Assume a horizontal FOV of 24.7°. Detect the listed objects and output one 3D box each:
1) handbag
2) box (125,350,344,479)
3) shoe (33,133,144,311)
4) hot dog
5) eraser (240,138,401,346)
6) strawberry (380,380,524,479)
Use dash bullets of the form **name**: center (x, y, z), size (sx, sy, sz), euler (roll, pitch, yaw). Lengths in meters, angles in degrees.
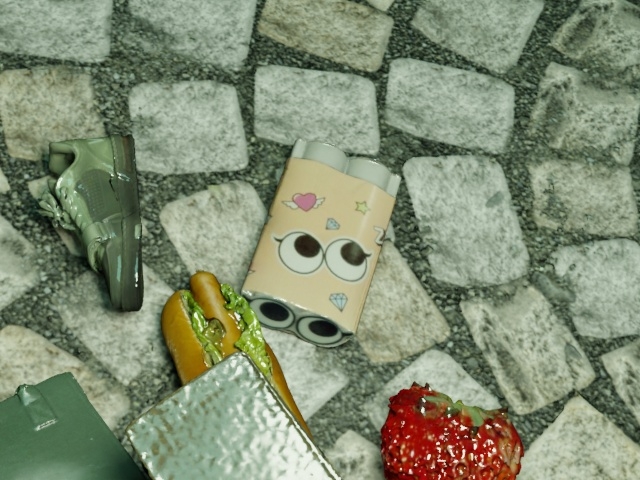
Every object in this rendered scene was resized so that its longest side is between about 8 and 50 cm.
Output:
- **handbag**: center (-0.358, 0.306, 1.801), size (0.247, 0.079, 0.260), euler (-25, 64, -27)
- **box**: center (-0.085, 0.299, 1.753), size (0.184, 0.143, 0.273), euler (-35, 74, -12)
- **shoe**: center (-0.321, -0.025, 2.023), size (0.149, 0.109, 0.293), euler (-1, 54, -10)
- **hot dog**: center (-0.114, 0.180, 1.933), size (0.135, 0.100, 0.337), euler (-15, 62, -22)
- **eraser**: center (0.000, 0.000, 2.092), size (0.171, 0.087, 0.291), euler (21, 54, -4)
- **strawberry**: center (0.160, 0.292, 1.889), size (0.186, 0.184, 0.202), euler (19, 89, -28)
